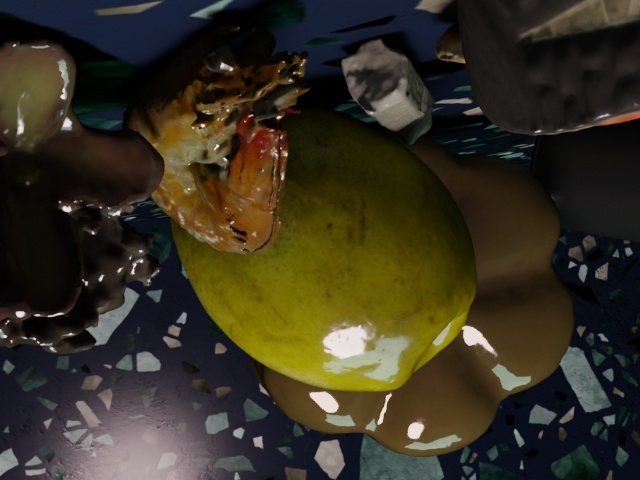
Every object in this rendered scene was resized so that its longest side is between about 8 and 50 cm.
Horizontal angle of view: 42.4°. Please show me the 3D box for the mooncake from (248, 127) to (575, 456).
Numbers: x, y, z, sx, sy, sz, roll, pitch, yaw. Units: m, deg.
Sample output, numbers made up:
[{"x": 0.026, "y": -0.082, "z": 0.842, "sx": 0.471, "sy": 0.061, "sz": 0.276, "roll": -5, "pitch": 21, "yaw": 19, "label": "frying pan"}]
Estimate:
[{"x": 0.109, "y": 0.073, "z": 1.157, "sx": 0.467, "sy": 0.467, "sz": 0.262, "roll": -9, "pitch": -175, "yaw": -12, "label": "mooncake"}]

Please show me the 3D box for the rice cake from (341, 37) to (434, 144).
[{"x": 0.066, "y": -0.123, "z": 0.716, "sx": 0.052, "sy": 0.057, "sz": 0.256, "roll": -8, "pitch": 180, "yaw": 13, "label": "rice cake"}]

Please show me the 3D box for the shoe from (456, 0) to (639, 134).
[{"x": 0.213, "y": -0.122, "z": 0.332, "sx": 0.171, "sy": 0.132, "sz": 0.336, "roll": -15, "pitch": -176, "yaw": -26, "label": "shoe"}]

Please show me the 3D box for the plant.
[{"x": -0.215, "y": -0.017, "z": 0.571, "sx": 0.234, "sy": 0.204, "sz": 0.178, "roll": -2, "pitch": -173, "yaw": 36, "label": "plant"}]

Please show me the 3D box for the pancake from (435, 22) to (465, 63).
[{"x": 0.154, "y": -0.140, "z": 0.548, "sx": 0.158, "sy": 0.028, "sz": 0.158, "roll": -11, "pitch": -161, "yaw": 4, "label": "pancake"}]

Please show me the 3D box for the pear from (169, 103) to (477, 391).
[{"x": 0.000, "y": 0.000, "z": 0.783, "sx": 0.253, "sy": 0.307, "sz": 0.253, "roll": -37, "pitch": 162, "yaw": -14, "label": "pear"}]

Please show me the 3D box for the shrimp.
[{"x": -0.069, "y": -0.065, "z": 0.577, "sx": 0.062, "sy": 0.154, "sz": 0.294, "roll": -39, "pitch": -175, "yaw": -24, "label": "shrimp"}]

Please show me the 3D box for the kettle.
[{"x": 0.486, "y": -0.117, "z": 1.195, "sx": 0.308, "sy": 0.262, "sz": 0.203, "roll": 10, "pitch": 157, "yaw": 34, "label": "kettle"}]
